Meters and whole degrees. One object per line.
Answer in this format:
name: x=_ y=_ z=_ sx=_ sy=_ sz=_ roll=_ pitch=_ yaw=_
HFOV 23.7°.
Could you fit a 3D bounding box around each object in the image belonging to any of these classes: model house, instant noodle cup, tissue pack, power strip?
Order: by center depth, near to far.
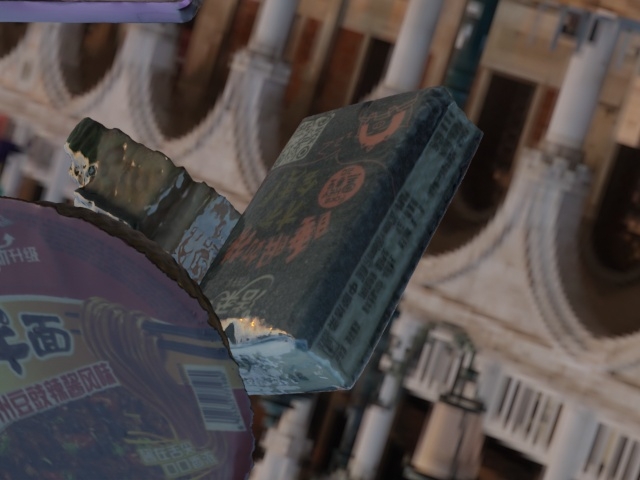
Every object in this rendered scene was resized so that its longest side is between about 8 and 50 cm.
instant noodle cup: x=-0.150 y=0.065 z=0.943 sx=0.274 sy=0.274 sz=0.091 roll=19 pitch=-143 yaw=12
power strip: x=-0.222 y=-0.243 z=1.333 sx=0.279 sy=0.109 sz=0.037 roll=3 pitch=154 yaw=14
tissue pack: x=0.000 y=0.000 z=1.488 sx=0.103 sy=0.315 sz=0.228 roll=44 pitch=150 yaw=-25
model house: x=-0.216 y=0.051 z=1.796 sx=0.243 sy=0.284 sz=0.298 roll=24 pitch=169 yaw=36
